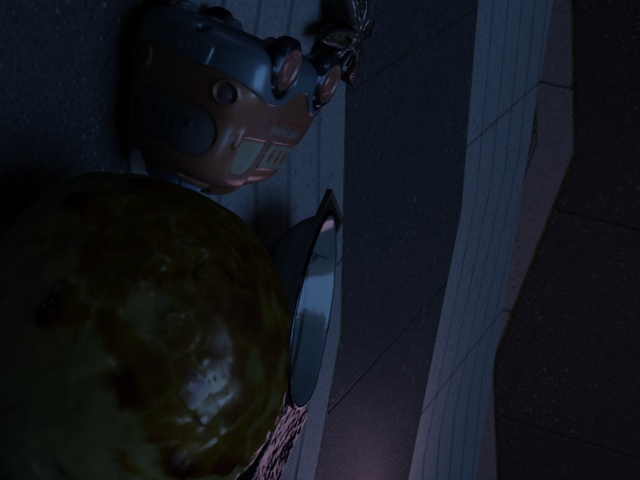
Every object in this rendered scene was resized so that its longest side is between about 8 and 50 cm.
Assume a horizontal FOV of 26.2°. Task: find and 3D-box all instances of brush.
[{"bbox_3d":[-0.088,0.340,2.289,0.197,0.059,0.123,-65,156,-23],"label":"brush"}]

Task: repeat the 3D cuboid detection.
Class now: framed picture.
[{"bbox_3d":[0.000,0.000,2.343,0.149,0.011,0.109,-66,157,-22],"label":"framed picture"}]

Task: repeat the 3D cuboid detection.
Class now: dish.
[{"bbox_3d":[-0.054,0.099,2.103,0.316,0.106,0.316,8,90,-81],"label":"dish"}]

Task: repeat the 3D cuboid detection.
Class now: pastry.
[{"bbox_3d":[-0.190,0.110,1.442,0.388,0.313,0.388,14,74,-60],"label":"pastry"}]

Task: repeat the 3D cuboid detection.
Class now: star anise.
[{"bbox_3d":[0.034,-0.316,2.133,0.195,0.065,0.182,-23,130,-70],"label":"star anise"}]

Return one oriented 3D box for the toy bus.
[{"bbox_3d":[-0.123,-0.166,1.682,0.232,0.194,0.288,-65,162,10],"label":"toy bus"}]
